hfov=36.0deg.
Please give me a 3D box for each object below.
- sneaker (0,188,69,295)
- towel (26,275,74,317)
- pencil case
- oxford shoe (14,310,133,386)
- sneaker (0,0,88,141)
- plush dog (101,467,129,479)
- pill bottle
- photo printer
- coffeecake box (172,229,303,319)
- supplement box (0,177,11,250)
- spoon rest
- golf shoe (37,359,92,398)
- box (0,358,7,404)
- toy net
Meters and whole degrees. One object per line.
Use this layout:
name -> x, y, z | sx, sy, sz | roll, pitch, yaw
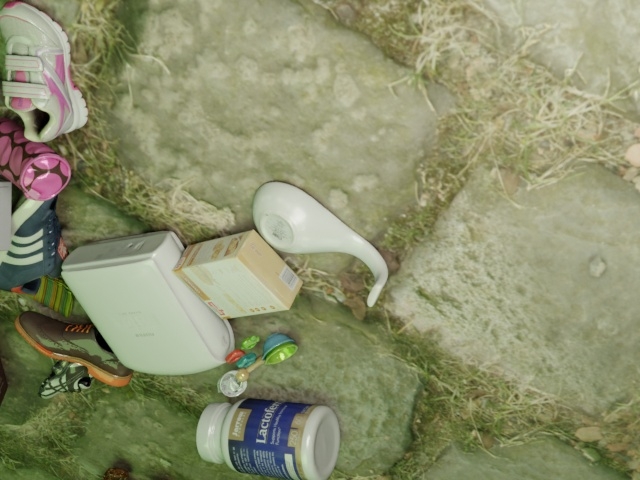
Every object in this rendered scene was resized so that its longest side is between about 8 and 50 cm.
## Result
sneaker -> -0.530, -0.013, 1.872 | 0.148, 0.131, 0.350 | 26, 135, -20
towel -> -0.623, 0.081, 2.056 | 0.237, 0.021, 0.102 | 26, 134, 3
pencil case -> -0.518, -0.137, 1.708 | 0.209, 0.098, 0.095 | 30, 163, 45
oxford shoe -> -0.507, 0.203, 2.072 | 0.271, 0.097, 0.098 | 26, 118, -6
sneaker -> -0.466, -0.266, 1.612 | 0.103, 0.111, 0.252 | 3, 129, 24
plush dog -> -0.470, 0.669, 2.418 | 0.225, 0.211, 0.262 | 33, 108, 16
pill bottle -> -0.107, 0.399, 1.991 | 0.265, 0.153, 0.153 | 1, 128, 25
photo printer -> -0.322, 0.135, 1.897 | 0.256, 0.107, 0.307 | -7, 125, 30
coffeecake box -> -0.148, 0.064, 1.747 | 0.186, 0.068, 0.142 | -12, 130, 44
supplement box -> -0.652, -0.064, 1.811 | 0.239, 0.073, 0.130 | 15, 105, 47
spoon rest -> 0.000, 0.000, 1.657 | 0.276, 0.084, 0.137 | 35, 135, 13
golf shoe -> -0.563, 0.316, 2.195 | 0.094, 0.077, 0.198 | 36, 136, -7
box -> -0.836, 0.249, 2.199 | 0.191, 0.143, 0.381 | 5, 131, 2
toy net -> -0.145, 0.252, 1.908 | 0.232, 0.122, 0.045 | -49, 62, 38
